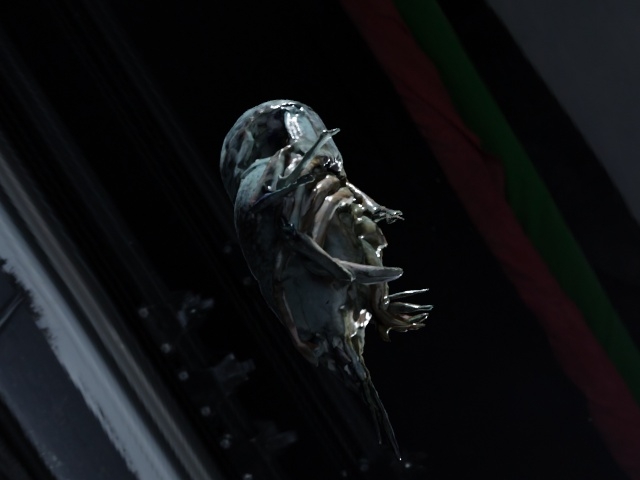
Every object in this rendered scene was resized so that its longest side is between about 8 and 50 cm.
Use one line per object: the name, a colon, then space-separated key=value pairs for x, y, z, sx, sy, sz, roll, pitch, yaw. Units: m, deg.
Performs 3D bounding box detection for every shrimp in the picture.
shrimp: x=-0.001 y=-0.001 z=0.690 sx=0.372 sy=0.137 sz=0.172 roll=55 pitch=180 yaw=37
